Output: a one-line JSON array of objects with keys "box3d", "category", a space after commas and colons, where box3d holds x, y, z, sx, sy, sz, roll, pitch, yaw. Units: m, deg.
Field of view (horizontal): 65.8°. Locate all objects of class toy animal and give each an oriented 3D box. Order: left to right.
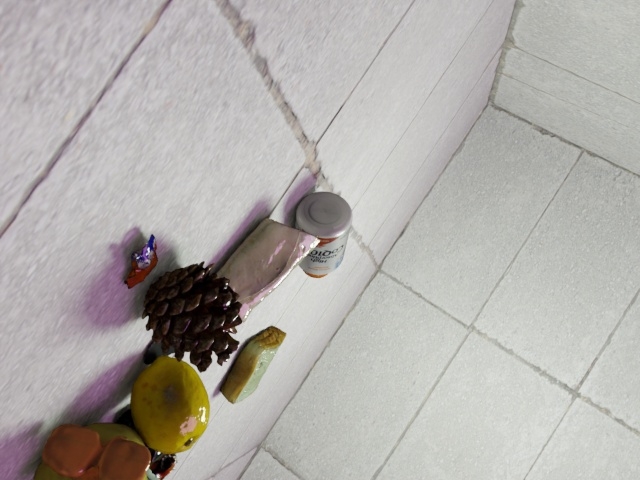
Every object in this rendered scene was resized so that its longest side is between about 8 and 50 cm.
[{"box3d": [-0.448, 0.478, 0.997, 0.191, 0.216, 0.338, -81, -167, -54], "category": "toy animal"}]

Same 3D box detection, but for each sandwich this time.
[{"box3d": [-0.233, 0.440, 1.751, 0.251, 0.087, 0.226, -61, 163, 13], "category": "sandwich"}]

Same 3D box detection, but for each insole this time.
[{"box3d": [-0.320, 0.235, 1.237, 0.118, 0.009, 0.348, -62, 164, 12], "category": "insole"}]

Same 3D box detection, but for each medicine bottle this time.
[{"box3d": [0.000, 0.000, 1.459, 0.157, 0.157, 0.288, -48, 161, -30], "category": "medicine bottle"}]

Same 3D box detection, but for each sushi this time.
[{"box3d": [-0.480, 0.647, 1.403, 0.226, 0.097, 0.103, -45, 161, 14], "category": "sushi"}]

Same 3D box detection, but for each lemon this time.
[{"box3d": [-0.331, 0.360, 1.092, 0.170, 0.207, 0.170, -24, 161, -9], "category": "lemon"}]

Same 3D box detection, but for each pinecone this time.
[{"box3d": [-0.236, 0.146, 0.956, 0.179, 0.204, 0.184, -43, 176, -30], "category": "pinecone"}]

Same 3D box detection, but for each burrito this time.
[{"box3d": [-0.144, 0.054, 1.197, 0.299, 0.143, 0.105, -48, -165, -16], "category": "burrito"}]

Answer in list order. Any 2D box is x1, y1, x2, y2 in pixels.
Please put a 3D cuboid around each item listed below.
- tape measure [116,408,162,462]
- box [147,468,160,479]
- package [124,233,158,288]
[{"box3d": [-0.422, 0.472, 1.212, 0.186, 0.112, 0.199, -61, 163, 20], "category": "tape measure"}, {"box3d": [-0.546, 0.684, 1.173, 0.312, 0.175, 0.182, -34, 161, -55], "category": "box"}, {"box3d": [-0.306, 0.036, 0.851, 0.110, 0.033, 0.077, 124, -15, -55], "category": "package"}]
